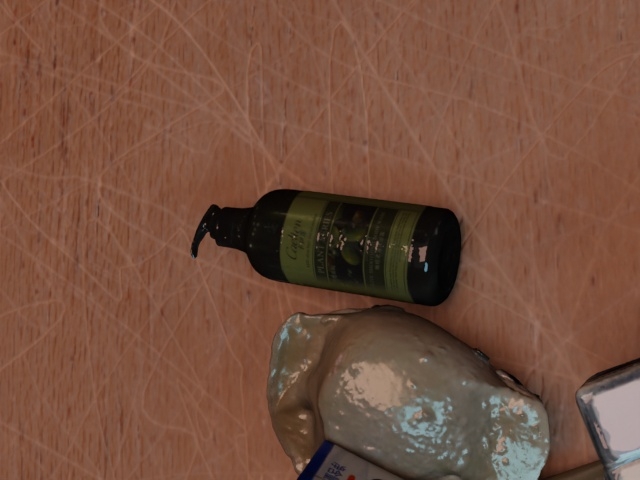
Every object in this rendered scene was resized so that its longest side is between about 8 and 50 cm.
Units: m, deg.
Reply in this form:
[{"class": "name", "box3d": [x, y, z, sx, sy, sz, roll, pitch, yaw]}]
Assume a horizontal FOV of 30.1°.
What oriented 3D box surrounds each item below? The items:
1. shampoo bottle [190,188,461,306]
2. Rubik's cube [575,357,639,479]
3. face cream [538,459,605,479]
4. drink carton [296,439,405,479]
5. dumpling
[{"class": "shampoo bottle", "box3d": [0.000, 0.000, 1.243, 0.284, 0.101, 0.101, 8, 89, 23]}, {"class": "Rubik's cube", "box3d": [0.375, 0.189, 0.975, 0.253, 0.256, 0.259, -24, 78, 13]}, {"class": "face cream", "box3d": [0.192, 0.295, 1.157, 0.341, 0.084, 0.137, -16, 81, 12]}, {"class": "drink carton", "box3d": [0.105, 0.312, 1.054, 0.315, 0.130, 0.106, 25, 124, 11]}, {"class": "dumpling", "box3d": [0.068, 0.184, 1.158, 0.243, 0.175, 0.227, 23, 95, 52]}]
